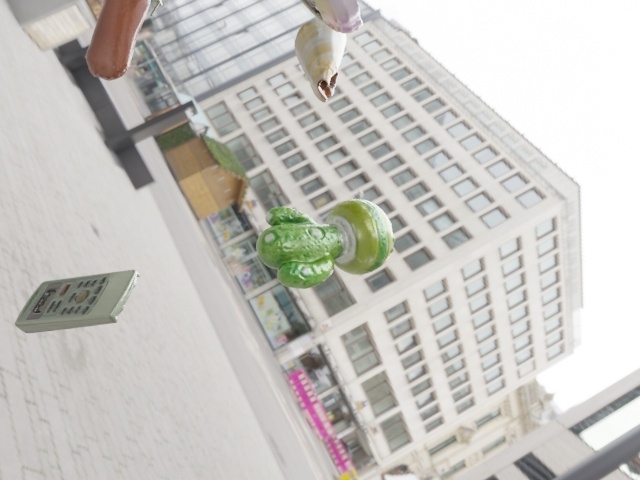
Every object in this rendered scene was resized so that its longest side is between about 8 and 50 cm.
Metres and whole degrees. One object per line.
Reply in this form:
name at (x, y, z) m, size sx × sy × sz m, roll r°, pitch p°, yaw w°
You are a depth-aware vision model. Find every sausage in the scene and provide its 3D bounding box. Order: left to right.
sausage at (-0.368, -0.386, 1.084) m, size 0.077 × 0.194 × 0.077 m, roll 21°, pitch 11°, yaw -4°

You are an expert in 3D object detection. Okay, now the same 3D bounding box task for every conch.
conch at (-0.010, -0.454, 1.474) m, size 0.255 × 0.127 × 0.158 m, roll -78°, pitch -178°, yaw -46°

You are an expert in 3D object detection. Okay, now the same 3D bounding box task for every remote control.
remote control at (-0.484, 0.120, 1.186) m, size 0.038 × 0.286 × 0.123 m, roll 54°, pitch 40°, yaw -39°

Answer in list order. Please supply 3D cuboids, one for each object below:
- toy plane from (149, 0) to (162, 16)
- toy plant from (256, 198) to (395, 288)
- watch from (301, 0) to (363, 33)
toy plane at (-0.287, -0.493, 1.099) m, size 0.108 × 0.091 × 0.286 m, roll 27°, pitch -10°, yaw -29°
toy plant at (0.000, 0.000, 1.389) m, size 0.224 × 0.316 × 0.184 m, roll 58°, pitch -41°, yaw 28°
watch at (0.023, -0.429, 0.787) m, size 0.248 × 0.217 × 0.211 m, roll 41°, pitch 10°, yaw -29°
